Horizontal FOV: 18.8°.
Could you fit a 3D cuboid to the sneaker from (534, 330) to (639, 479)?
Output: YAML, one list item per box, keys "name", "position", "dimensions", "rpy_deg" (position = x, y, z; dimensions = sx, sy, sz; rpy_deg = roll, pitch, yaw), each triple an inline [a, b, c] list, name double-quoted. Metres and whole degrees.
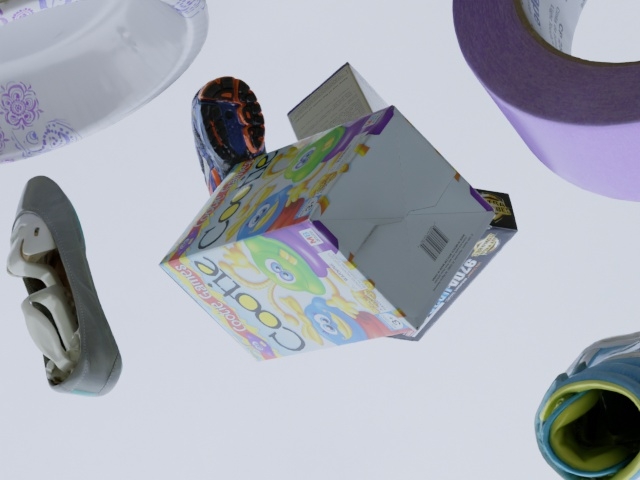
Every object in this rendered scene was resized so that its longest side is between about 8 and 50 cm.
- name: "sneaker"
  position: [0.247, 0.166, 1.774]
  dimensions: [0.208, 0.319, 0.127]
  rpy_deg: [-25, -101, -32]

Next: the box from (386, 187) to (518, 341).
- name: "box"
  position: [0.073, 0.021, 1.998]
  dimensions: [0.175, 0.220, 0.051]
  rpy_deg: [8, -128, -26]

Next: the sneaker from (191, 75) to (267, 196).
- name: "sneaker"
  position: [-0.084, -0.066, 2.007]
  dimensions: [0.083, 0.221, 0.087]
  rpy_deg: [-14, -166, -18]

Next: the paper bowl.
- name: "paper bowl"
  position: [-0.243, -0.184, 1.537]
  dimensions: [0.284, 0.284, 0.148]
  rpy_deg: [-16, -110, -25]

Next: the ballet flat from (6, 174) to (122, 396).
- name: "ballet flat"
  position: [-0.226, 0.034, 1.620]
  dimensions: [0.068, 0.072, 0.213]
  rpy_deg: [2, -124, -45]

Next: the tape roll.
- name: "tape roll"
  position: [0.223, -0.162, 1.208]
  dimensions: [0.274, 0.090, 0.275]
  rpy_deg: [-19, -129, 24]

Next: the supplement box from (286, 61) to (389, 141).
- name: "supplement box"
  position: [0.046, -0.120, 2.456]
  dimensions: [0.114, 0.111, 0.220]
  rpy_deg: [-40, -155, 8]

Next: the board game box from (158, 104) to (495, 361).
- name: "board game box"
  position: [0.000, 0.000, 1.750]
  dimensions: [0.275, 0.142, 0.144]
  rpy_deg: [-17, -147, 57]
